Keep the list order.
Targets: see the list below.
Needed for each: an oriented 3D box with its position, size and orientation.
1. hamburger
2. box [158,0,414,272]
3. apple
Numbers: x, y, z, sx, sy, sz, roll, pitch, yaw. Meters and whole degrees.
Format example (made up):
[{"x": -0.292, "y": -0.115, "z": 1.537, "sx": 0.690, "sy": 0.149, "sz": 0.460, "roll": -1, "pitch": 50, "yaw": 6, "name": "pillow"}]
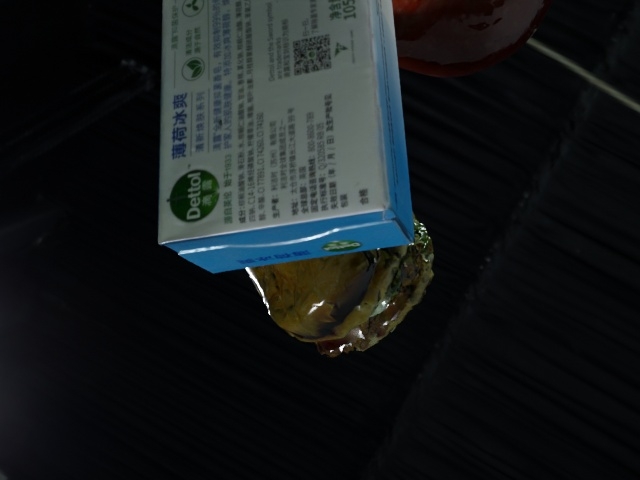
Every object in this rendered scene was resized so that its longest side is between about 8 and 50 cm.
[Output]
[{"x": 0.000, "y": 0.000, "z": 0.711, "sx": 0.130, "sy": 0.206, "sz": 0.183, "roll": -15, "pitch": -23, "yaw": -50, "name": "hamburger"}, {"x": -0.023, "y": -0.087, "z": 0.486, "sx": 0.073, "sy": 0.139, "sz": 0.194, "roll": 41, "pitch": -137, "yaw": -65, "name": "box"}, {"x": 0.119, "y": -0.303, "z": 0.793, "sx": 0.260, "sy": 0.260, "sz": 0.216, "roll": -64, "pitch": 17, "yaw": 15, "name": "apple"}]
